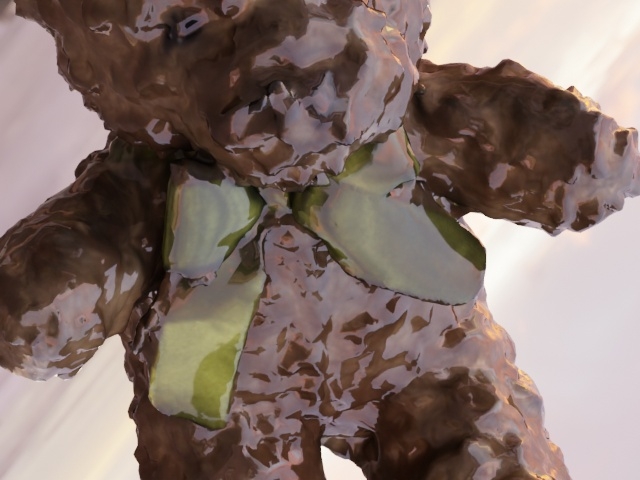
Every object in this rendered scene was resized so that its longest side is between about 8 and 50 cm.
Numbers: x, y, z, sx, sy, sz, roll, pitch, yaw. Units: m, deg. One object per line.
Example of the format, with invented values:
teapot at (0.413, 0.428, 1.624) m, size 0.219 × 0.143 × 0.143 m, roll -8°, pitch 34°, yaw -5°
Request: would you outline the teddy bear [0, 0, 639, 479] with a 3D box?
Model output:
teddy bear at (0.003, 0.008, 0.654) m, size 0.246 × 0.296 × 0.222 m, roll -15°, pitch 154°, yaw -7°
